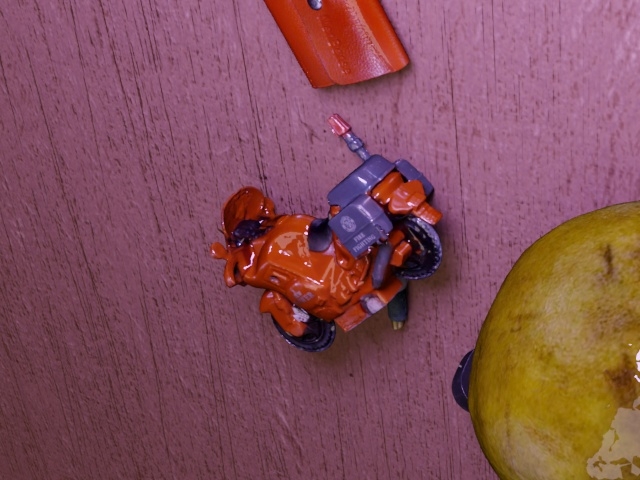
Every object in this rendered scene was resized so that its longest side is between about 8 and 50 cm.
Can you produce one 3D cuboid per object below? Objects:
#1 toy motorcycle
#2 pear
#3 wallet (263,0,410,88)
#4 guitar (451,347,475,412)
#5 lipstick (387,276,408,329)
[{"bbox_3d":[0.000,0.000,1.784,0.221,0.148,0.326,48,135,-4],"label":"toy motorcycle"},{"bbox_3d":[0.328,0.136,1.490,0.352,0.352,0.413,50,145,-10],"label":"pear"},{"bbox_3d":[-0.003,-0.261,1.621,0.142,0.045,0.204,-8,120,43],"label":"wallet"},{"bbox_3d":[0.259,0.218,1.831,0.233,0.088,0.025,37,142,-9],"label":"guitar"},{"bbox_3d":[0.094,0.069,1.853,0.037,0.037,0.116,18,140,26],"label":"lipstick"}]
